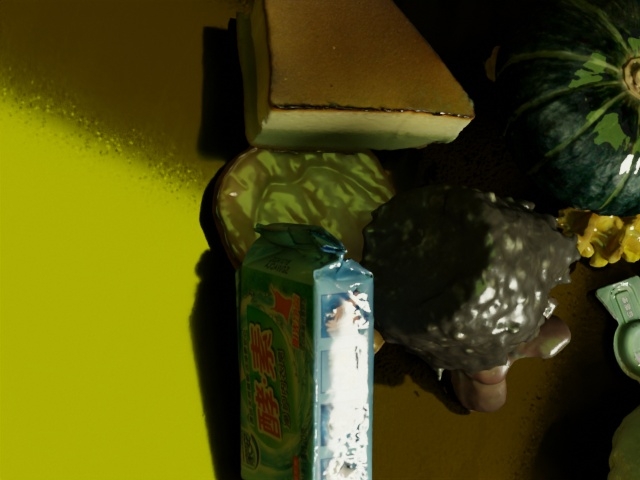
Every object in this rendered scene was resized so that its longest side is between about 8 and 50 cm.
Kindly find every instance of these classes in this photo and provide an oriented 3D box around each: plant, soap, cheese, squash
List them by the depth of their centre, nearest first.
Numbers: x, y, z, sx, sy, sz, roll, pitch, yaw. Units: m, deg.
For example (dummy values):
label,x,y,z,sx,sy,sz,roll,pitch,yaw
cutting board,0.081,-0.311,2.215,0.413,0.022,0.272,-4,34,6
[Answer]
label,x,y,z,sx,sy,sz,roll,pitch,yaw
soap,-0.015,0.128,1.570,0.077,0.156,0.293,-5,98,-31
plant,0.155,0.047,1.646,0.234,0.178,0.204,30,66,-46
squash,0.302,-0.147,1.692,0.252,0.165,0.252,3,77,-16
cheese,0.348,0.103,1.810,0.067,0.026,0.120,-18,88,-23

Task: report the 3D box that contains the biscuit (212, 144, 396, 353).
label,x,y,z,sx,sy,sz,roll,pitch,yaw
biscuit,-0.003,0.001,1.687,0.203,0.041,0.260,-26,93,-27

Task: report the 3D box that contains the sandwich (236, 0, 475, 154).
label,x,y,z,sx,sy,sz,roll,pitch,yaw
sandwich,0.033,-0.191,1.674,0.220,0.108,0.186,2,68,-18

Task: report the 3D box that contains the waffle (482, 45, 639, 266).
label,x,y,z,sx,sy,sz,roll,pitch,yaw
waffle,0.327,-0.122,1.820,0.260,0.069,0.293,-15,84,-24

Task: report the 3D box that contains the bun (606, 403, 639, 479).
label,x,y,z,sx,sy,sz,roll,pitch,yaw
bun,0.389,0.262,1.747,0.212,0.126,0.204,36,45,-18
